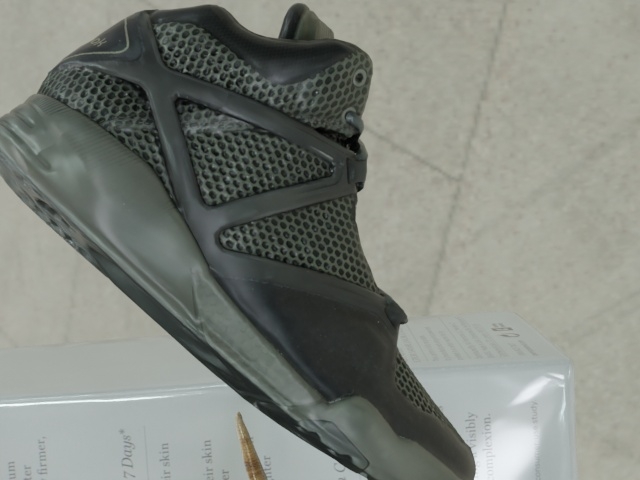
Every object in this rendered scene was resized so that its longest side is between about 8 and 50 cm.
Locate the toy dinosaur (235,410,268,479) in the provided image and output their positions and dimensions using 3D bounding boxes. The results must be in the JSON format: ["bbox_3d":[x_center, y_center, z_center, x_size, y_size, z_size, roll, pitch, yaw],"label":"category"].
[{"bbox_3d":[-0.039,0.193,0.583,0.211,0.112,0.064,-57,24,16],"label":"toy dinosaur"}]

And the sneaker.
[{"bbox_3d":[0.000,0.000,0.491,0.227,0.130,0.087,45,167,-10],"label":"sneaker"}]

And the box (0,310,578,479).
[{"bbox_3d":[-0.037,0.168,0.747,0.168,0.345,0.215,-108,15,-84],"label":"box"}]
